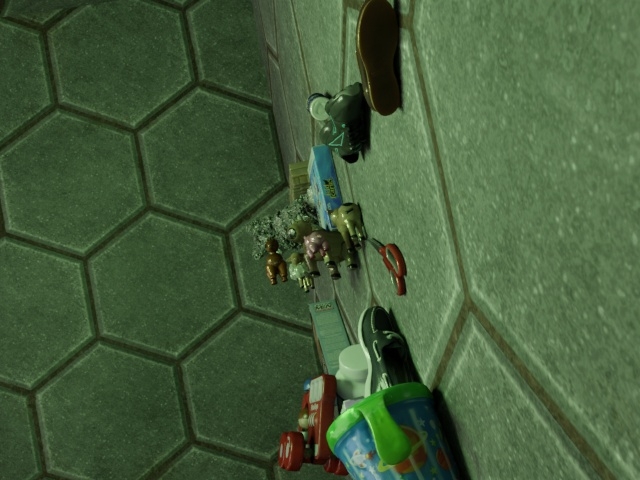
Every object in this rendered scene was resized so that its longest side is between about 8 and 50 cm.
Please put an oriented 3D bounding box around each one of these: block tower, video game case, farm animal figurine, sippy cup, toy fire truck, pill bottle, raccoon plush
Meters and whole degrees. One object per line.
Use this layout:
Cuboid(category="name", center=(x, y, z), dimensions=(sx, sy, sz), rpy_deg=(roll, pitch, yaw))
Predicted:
Cuboid(category="block tower", center=(-0.077, -0.195, 2.685), dimensions=(0.335, 0.097, 0.091), rpy_deg=(90, 168, -64))
Cuboid(category="video game case", center=(0.018, -0.143, 2.115), dimensions=(0.244, 0.061, 0.269), rpy_deg=(107, 151, -78))
Cuboid(category="farm animal figurine", center=(0.000, 0.000, 1.869), dimensions=(0.327, 0.330, 0.172), rpy_deg=(29, -139, -61))
Cuboid(category="sippy cup", center=(0.159, 0.433, 1.269), dimensions=(0.240, 0.305, 0.224), rpy_deg=(-48, 51, 27))
Cuboid(category="toy fire truck", center=(-0.011, 0.502, 1.799), dimensions=(0.302, 0.169, 0.254), rpy_deg=(125, 152, -70))
Cuboid(category="pill bottle", center=(-0.006, -0.388, 1.886), dimensions=(0.120, 0.067, 0.067), rpy_deg=(-117, 18, -67))
Cuboid(category="pill bottle", center=(0.118, 0.425, 1.798), dimensions=(0.152, 0.152, 0.272), rpy_deg=(-114, 14, -62))
Cuboid(category="raccoon plush", center=(-0.141, -0.093, 2.503), dimensions=(0.446, 0.299, 0.216), rpy_deg=(90, 168, -55))

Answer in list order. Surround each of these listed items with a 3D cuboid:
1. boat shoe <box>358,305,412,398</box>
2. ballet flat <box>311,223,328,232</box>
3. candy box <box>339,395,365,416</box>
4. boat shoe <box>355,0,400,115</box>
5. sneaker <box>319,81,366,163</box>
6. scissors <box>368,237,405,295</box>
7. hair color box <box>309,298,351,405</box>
Cuboid(category="boat shoe", center=(0.158, 0.266, 1.499), dimensions=(0.091, 0.114, 0.302), rpy_deg=(-42, 39, 35))
Cuboid(category="ballet flat", center=(0.014, 0.019, 2.089), dimensions=(0.058, 0.084, 0.250), rpy_deg=(-65, -23, -13))
Cuboid(category="candy box", center=(0.136, 0.423, 1.587), dimensions=(0.196, 0.165, 0.070), rpy_deg=(94, 162, -62))
Cuboid(category="boat shoe", center=(0.094, -0.321, 1.139), dimensions=(0.073, 0.073, 0.207), rpy_deg=(-114, 15, -54))
Cuboid(category="sneaker", center=(0.069, -0.261, 1.473), dimensions=(0.106, 0.101, 0.267), rpy_deg=(55, 168, 10))
Cuboid(category="scissors", center=(0.146, 0.019, 1.501), dimensions=(0.297, 0.021, 0.109), rpy_deg=(-111, 10, -61))
Cuboid(category="hair color box", center=(0.052, 0.423, 2.514), dimensions=(0.374, 0.113, 0.185), rpy_deg=(-108, 10, -50))
